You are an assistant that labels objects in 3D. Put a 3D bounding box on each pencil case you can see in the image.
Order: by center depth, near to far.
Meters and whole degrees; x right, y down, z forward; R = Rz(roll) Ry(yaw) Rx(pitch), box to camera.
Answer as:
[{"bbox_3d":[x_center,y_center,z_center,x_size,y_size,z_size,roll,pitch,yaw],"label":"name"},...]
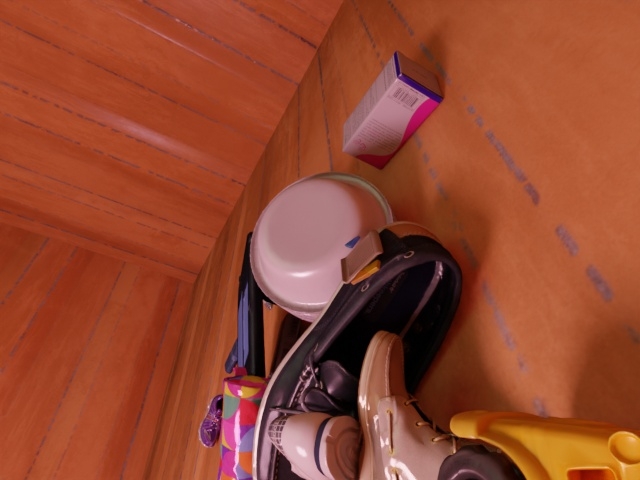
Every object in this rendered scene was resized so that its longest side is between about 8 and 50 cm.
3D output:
[{"bbox_3d":[-0.124,0.343,0.698,0.104,0.105,0.236,165,110,-65],"label":"pencil case"}]

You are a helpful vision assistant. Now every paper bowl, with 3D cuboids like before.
[{"bbox_3d":[0.000,0.000,0.763,0.285,0.148,0.284,-9,63,19],"label":"paper bowl"}]

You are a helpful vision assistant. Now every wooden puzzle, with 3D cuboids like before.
[{"bbox_3d":[0.059,0.024,0.588,0.079,0.014,0.116,-40,22,27],"label":"wooden puzzle"}]

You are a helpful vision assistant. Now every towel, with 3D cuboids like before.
[{"bbox_3d":[-0.308,0.414,1.482,0.119,0.029,0.067,-64,21,9],"label":"towel"}]

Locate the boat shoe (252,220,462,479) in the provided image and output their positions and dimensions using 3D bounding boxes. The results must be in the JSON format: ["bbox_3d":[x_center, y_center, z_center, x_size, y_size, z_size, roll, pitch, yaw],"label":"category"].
[{"bbox_3d":[0.047,0.205,0.603,0.499,0.187,0.156,-61,15,4],"label":"boat shoe"}]

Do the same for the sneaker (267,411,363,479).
[{"bbox_3d":[0.026,0.283,0.520,0.095,0.235,0.090,-9,38,30],"label":"sneaker"}]

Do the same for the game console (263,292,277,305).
[{"bbox_3d":[-0.067,0.105,1.032,0.124,0.144,0.085,-69,21,-3],"label":"game console"}]

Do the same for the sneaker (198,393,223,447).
[{"bbox_3d":[-0.351,0.590,1.364,0.071,0.068,0.169,-40,33,41],"label":"sneaker"}]

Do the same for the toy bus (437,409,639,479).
[{"bbox_3d":[0.200,0.223,0.252,0.211,0.150,0.220,-29,50,49],"label":"toy bus"}]

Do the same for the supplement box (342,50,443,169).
[{"bbox_3d":[0.151,-0.284,0.927,0.220,0.111,0.113,-48,28,41],"label":"supplement box"}]

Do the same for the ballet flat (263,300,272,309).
[{"bbox_3d":[-0.181,0.185,1.383,0.041,0.041,0.114,-55,25,32],"label":"ballet flat"}]

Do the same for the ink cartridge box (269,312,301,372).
[{"bbox_3d":[-0.096,0.284,1.100,0.179,0.045,0.145,113,170,-66],"label":"ink cartridge box"}]

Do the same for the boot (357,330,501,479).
[{"bbox_3d":[0.125,0.207,0.442,0.165,0.077,0.213,-6,75,32],"label":"boot"}]

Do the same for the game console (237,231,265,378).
[{"bbox_3d":[-0.170,0.223,0.983,0.342,0.060,0.386,106,160,-56],"label":"game console"}]
